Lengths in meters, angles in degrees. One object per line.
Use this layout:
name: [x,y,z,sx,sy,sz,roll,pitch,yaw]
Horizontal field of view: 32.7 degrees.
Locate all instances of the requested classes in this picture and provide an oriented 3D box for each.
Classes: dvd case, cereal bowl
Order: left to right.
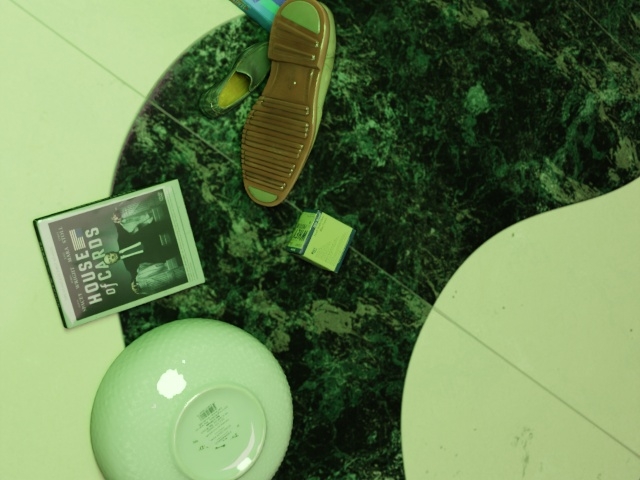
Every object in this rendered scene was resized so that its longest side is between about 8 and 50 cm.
dvd case: [-0.315,0.018,1.727,0.238,0.029,0.179,-19,102,-26]
cereal bowl: [-0.188,0.299,1.757,0.339,0.141,0.339,-3,97,-27]

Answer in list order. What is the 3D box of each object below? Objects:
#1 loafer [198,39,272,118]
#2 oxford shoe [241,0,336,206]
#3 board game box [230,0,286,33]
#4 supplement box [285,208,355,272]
loafer: [-0.124,-0.264,1.786,0.062,0.061,0.170,45,73,-22]
oxford shoe: [-0.036,-0.225,1.807,0.130,0.123,0.348,-18,128,-67]
board game box: [-0.108,-0.464,1.786,0.210,0.047,0.160,36,78,-26]
supplement box: [0.000,0.000,1.877,0.083,0.056,0.083,27,81,-27]
